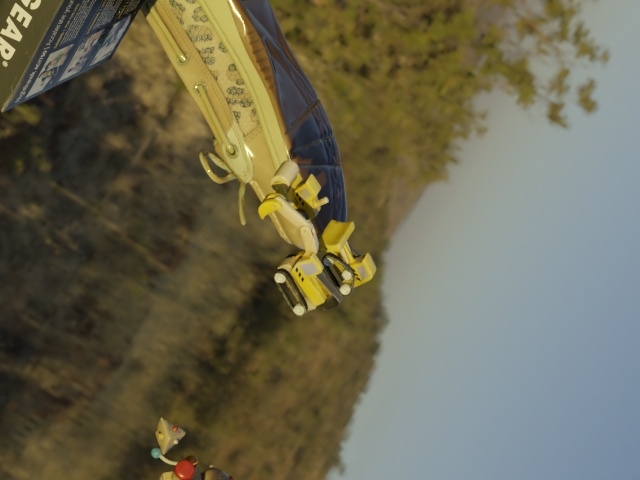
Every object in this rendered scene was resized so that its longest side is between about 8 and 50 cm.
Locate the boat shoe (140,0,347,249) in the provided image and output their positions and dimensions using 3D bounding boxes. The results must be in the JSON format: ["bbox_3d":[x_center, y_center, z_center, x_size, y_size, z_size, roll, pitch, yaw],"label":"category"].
[{"bbox_3d":[-0.064,-0.117,1.106,0.089,0.285,0.104,-24,177,21],"label":"boat shoe"}]

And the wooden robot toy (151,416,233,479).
[{"bbox_3d":[-0.124,0.270,1.479,0.076,0.079,0.173,-39,-120,59],"label":"wooden robot toy"}]

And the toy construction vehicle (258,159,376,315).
[{"bbox_3d":[0.000,0.000,0.872,0.035,0.098,0.086,-19,-160,29],"label":"toy construction vehicle"}]

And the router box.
[{"bbox_3d":[-0.160,-0.182,0.953,0.179,0.046,0.133,-52,174,36],"label":"router box"}]
